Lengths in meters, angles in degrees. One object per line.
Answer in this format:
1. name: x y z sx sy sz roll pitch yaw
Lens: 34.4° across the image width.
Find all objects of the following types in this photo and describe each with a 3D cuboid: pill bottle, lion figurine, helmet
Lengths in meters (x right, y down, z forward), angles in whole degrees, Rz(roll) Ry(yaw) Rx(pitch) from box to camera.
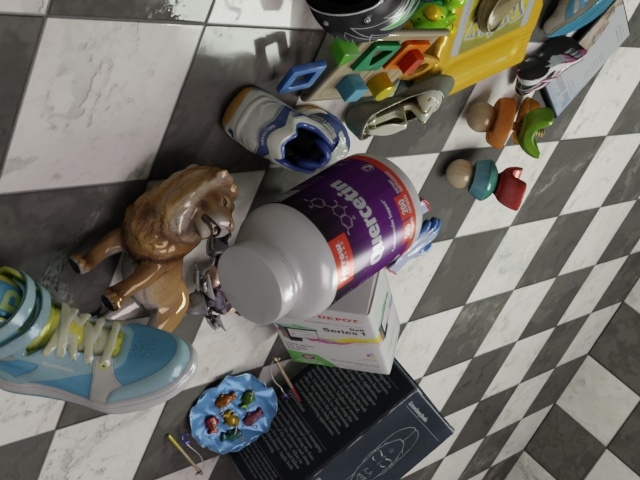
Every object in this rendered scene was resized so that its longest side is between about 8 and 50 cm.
1. pill bottle: 0.000 0.000 1.563 0.323 0.181 0.182 -33 149 -42
2. lion figurine: -0.249 0.053 1.549 0.240 0.142 0.392 -38 165 -33
3. helmet: 0.062 -0.354 1.416 0.169 0.169 0.162 -18 123 -43

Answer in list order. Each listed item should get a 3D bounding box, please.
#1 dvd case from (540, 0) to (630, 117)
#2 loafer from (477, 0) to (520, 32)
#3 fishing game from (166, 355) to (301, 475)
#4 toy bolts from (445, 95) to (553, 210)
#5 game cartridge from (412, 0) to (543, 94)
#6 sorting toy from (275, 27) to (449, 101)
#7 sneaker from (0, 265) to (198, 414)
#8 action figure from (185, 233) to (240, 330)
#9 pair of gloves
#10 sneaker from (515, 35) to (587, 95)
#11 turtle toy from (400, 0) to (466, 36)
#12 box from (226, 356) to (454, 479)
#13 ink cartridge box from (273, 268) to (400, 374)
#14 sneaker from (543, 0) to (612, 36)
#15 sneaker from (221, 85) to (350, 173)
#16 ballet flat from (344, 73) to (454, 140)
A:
1. dvd case: 0.564 -0.395 2.207 0.253 0.022 0.180 -49 152 1
2. loafer: 0.307 -0.404 1.709 0.056 0.050 0.148 -17 140 -44
3. fishing game: -0.165 0.344 2.026 0.264 0.041 0.189 -33 126 -10
4. toy bolts: 0.348 -0.195 2.093 0.218 0.158 0.229 -84 -172 -66
5. game cartridge: 0.294 -0.408 1.787 0.285 0.052 0.324 -28 145 -32
6. sorting toy: 0.091 -0.262 1.603 0.347 0.047 0.196 -13 163 -47
7. sneaker: -0.333 0.125 1.350 0.208 0.318 0.127 71 24 -51
8. action figure: -0.122 0.042 1.727 0.285 0.099 0.185 -33 156 -18
9. pair of gloves: 0.189 -0.001 2.174 0.159 0.023 0.198 -47 151 -1
10. sneaker: 0.454 -0.349 2.081 0.178 0.072 0.077 -26 157 -22
11. turtle toy: 0.177 -0.363 1.643 0.130 0.066 0.095 -21 161 22
12. box: 0.041 0.414 2.189 0.395 0.212 0.293 -39 144 -1
13. ink cartridge box: 0.024 0.132 1.898 0.278 0.201 0.117 69 31 -59
14. sneaker: 0.502 -0.477 1.961 0.087 0.092 0.229 -17 158 -47
15. sneaker: -0.026 -0.142 1.589 0.296 0.131 0.112 5 120 -58
16. ballet flat: 0.145 -0.218 1.746 0.213 0.068 0.072 -21 144 -16
